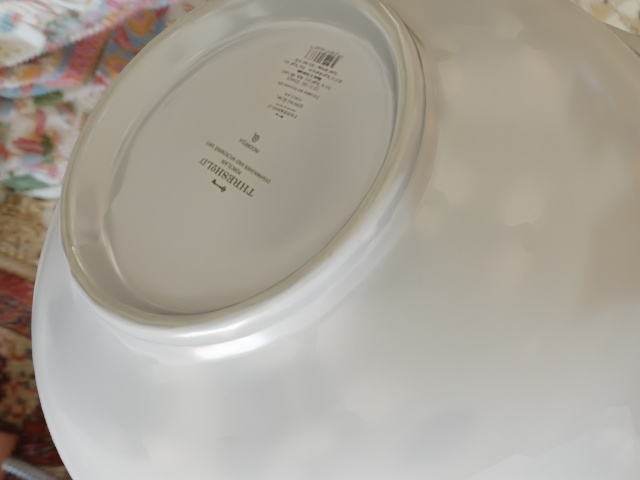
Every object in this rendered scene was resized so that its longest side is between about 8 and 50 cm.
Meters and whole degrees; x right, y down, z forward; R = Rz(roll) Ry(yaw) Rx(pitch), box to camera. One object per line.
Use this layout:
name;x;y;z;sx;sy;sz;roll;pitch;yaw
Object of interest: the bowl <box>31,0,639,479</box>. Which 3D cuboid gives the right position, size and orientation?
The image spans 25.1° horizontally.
bowl;0.000;0.000;0.526;0.298;0.134;0.297;-16;54;24
